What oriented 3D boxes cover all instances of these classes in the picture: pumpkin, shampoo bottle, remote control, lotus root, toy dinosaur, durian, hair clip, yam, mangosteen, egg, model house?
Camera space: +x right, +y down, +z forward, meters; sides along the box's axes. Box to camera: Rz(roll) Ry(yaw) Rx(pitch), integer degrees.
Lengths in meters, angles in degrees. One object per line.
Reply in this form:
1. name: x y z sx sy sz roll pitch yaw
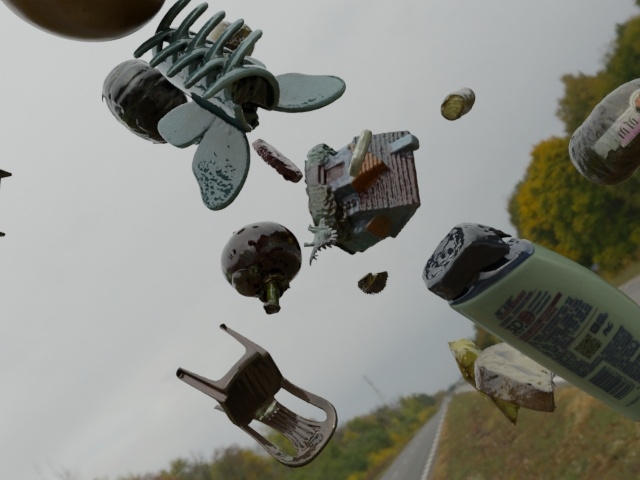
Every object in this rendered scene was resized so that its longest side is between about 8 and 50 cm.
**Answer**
1. pumpkin: 0.671 -0.223 1.668 0.260 0.189 0.260 -37 -13 -10
2. shampoo bottle: 0.305 0.095 0.970 0.134 0.359 0.078 -53 15 20
3. remote control: 0.097 -0.216 1.899 0.074 0.032 0.122 103 -173 -55
4. lotus root: -0.283 -0.596 2.368 0.154 0.154 0.278 -41 17 -8
5. toy dinosaur: 0.000 -0.002 1.884 0.209 0.082 0.039 -71 -11 -57
6. lotus root: 0.403 0.271 1.575 0.261 0.170 0.074 -32 -57 -65
7. durian: 0.164 0.143 2.498 0.110 0.071 0.140 -4 -10 -28
8. hair clip: -0.201 -0.317 1.553 0.392 0.318 0.238 -45 -37 -11
9. yam: 0.409 -0.406 2.261 0.081 0.081 0.357 -49 -2 22
10. mangosteen: -0.150 0.085 2.109 0.231 0.289 0.231 -15 -33 -10
11. pumpkin: -0.529 -0.459 2.442 0.296 0.296 0.296 -39 -15 -13
12. egg: -0.462 -0.527 1.481 0.351 0.282 0.282 2 -40 -31
13. model house: 0.171 -0.179 2.467 0.339 0.360 0.297 -25 -41 29

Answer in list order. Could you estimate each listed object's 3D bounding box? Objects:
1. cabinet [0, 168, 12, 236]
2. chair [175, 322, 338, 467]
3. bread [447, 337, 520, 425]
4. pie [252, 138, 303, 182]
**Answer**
1. cabinet: -0.913 -0.107 1.923 0.148 0.174 0.215 -8 -16 28
2. chair: -0.137 0.349 1.727 0.175 0.326 0.183 -48 -48 -26
3. bread: 0.409 0.336 1.897 0.088 0.233 0.161 -45 8 -2
4. pie: -0.107 -0.197 1.914 0.036 0.154 0.154 -48 -16 10
